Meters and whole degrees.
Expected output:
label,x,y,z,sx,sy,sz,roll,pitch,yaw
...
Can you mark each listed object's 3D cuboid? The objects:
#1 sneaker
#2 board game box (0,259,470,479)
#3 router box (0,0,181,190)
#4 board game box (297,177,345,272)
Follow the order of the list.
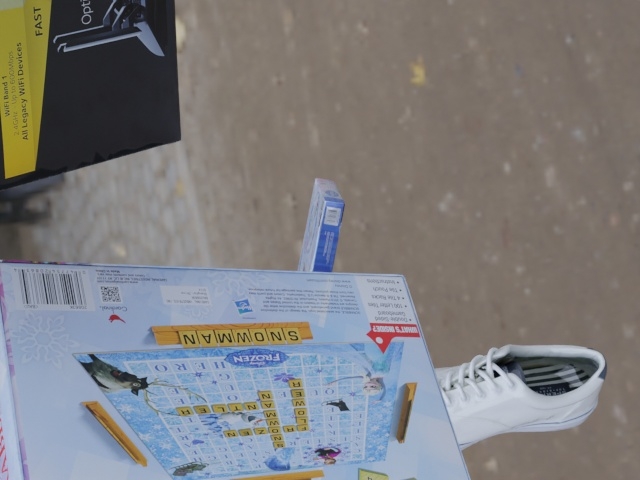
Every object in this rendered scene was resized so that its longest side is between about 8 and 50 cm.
label,x,y,z,sx,sy,sz,roll,pitch,yaw
sneaker,0.153,0.141,1.338,0.091,0.258,0.094,103,151,-47
board game box,-0.051,0.162,0.917,0.066,0.318,0.318,-57,39,45
router box,-0.198,-0.182,0.781,0.081,0.243,0.309,17,116,40
board game box,0.000,0.000,1.196,0.090,0.020,0.090,-112,32,-73
